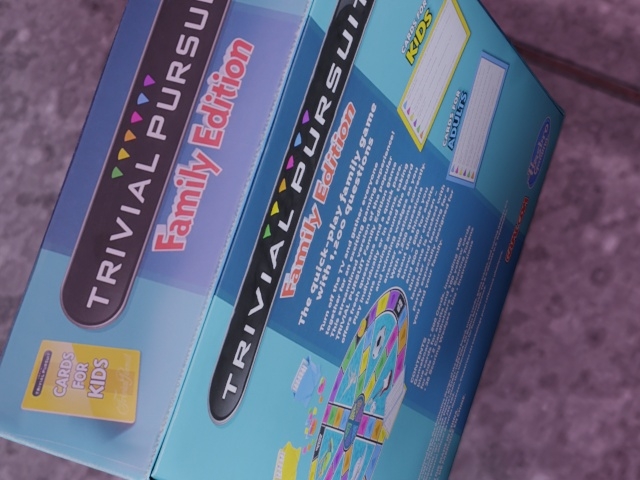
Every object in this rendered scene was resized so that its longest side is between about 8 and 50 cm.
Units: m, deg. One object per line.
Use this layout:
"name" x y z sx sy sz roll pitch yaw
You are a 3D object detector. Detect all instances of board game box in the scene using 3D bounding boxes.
"board game box" 0.000 0.000 0.867 0.079 0.336 0.254 15 81 23
